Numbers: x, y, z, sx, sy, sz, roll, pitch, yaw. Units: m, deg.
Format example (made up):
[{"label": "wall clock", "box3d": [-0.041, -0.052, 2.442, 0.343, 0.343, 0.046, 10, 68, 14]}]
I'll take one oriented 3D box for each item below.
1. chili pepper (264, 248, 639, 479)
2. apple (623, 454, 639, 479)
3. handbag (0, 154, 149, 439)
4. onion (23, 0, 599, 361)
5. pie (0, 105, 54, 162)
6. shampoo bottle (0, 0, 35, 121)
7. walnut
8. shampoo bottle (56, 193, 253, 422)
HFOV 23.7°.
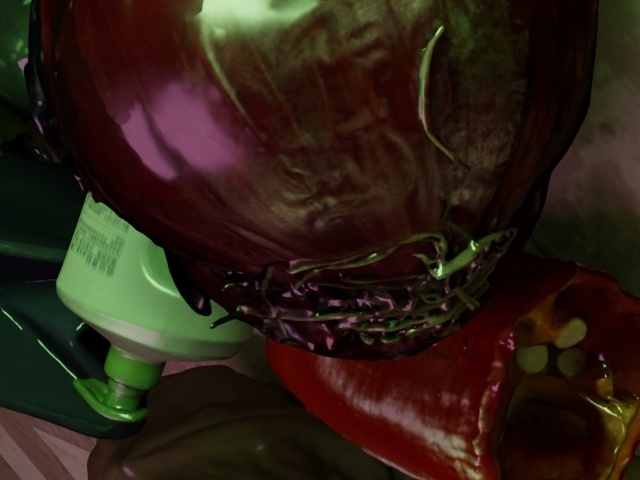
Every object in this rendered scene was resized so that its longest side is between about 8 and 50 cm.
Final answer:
[{"label": "chili pepper", "box3d": [0.033, 0.045, 0.847, 0.338, 0.131, 0.134, 17, 104, 51]}, {"label": "apple", "box3d": [0.177, 0.180, 0.860, 0.126, 0.126, 0.102, 45, -163, 1]}, {"label": "handbag", "box3d": [-0.256, 0.008, 0.991, 0.329, 0.122, 0.303, 13, -170, -10]}, {"label": "onion", "box3d": [0.005, -0.065, 0.624, 0.281, 0.221, 0.281, 63, -179, -2]}, {"label": "pie", "box3d": [-0.301, -0.045, 1.343, 0.296, 0.078, 0.371, 33, 153, 26]}, {"label": "shampoo bottle", "box3d": [-0.186, -0.133, 0.965, 0.284, 0.101, 0.101, 27, 151, 36]}, {"label": "walnut", "box3d": [-0.060, 0.226, 1.187, 0.227, 0.273, 0.273, -18, 119, 29]}, {"label": "shampoo bottle", "box3d": [-0.072, -0.014, 0.803, 0.118, 0.234, 0.087, 23, -171, 28]}]
